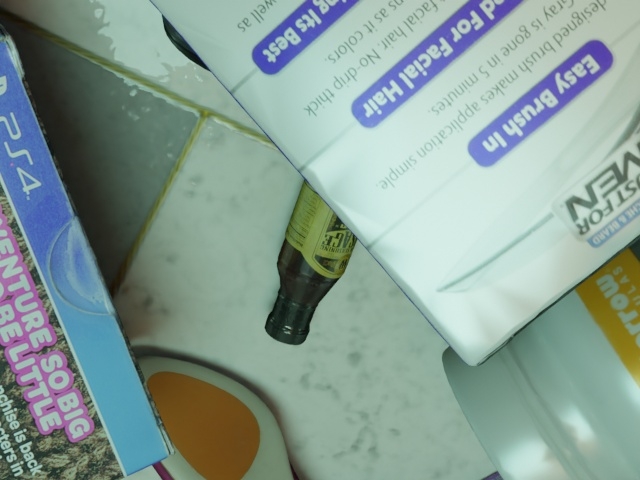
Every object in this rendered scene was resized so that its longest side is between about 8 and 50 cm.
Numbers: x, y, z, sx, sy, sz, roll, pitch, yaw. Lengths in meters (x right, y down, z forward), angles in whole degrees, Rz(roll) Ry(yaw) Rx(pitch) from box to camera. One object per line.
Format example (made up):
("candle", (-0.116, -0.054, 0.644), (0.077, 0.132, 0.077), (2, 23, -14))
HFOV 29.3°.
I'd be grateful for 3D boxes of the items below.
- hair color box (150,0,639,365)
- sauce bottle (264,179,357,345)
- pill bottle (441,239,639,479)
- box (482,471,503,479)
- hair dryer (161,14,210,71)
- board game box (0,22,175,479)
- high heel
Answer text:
("hair color box", (0.025, -0.138, 0.513), (0.185, 0.110, 0.339), (-40, 94, 12))
("sauce bottle", (0.000, 0.000, 0.701), (0.042, 0.042, 0.128), (14, 114, -11))
("pill bottle", (0.217, 0.042, 0.674), (0.278, 0.162, 0.162), (-34, 113, 10))
("box", (0.228, 0.202, 0.805), (0.293, 0.057, 0.201), (-31, 113, 9))
("hair dryer", (0.077, -0.178, 0.594), (0.293, 0.080, 0.223), (6, 103, 5))
("board game box", (-0.255, 0.043, 0.600), (0.291, 0.141, 0.232), (-23, 116, -13))
("high heel", (-0.045, 0.170, 0.773), (0.244, 0.082, 0.117), (38, 146, -10))
